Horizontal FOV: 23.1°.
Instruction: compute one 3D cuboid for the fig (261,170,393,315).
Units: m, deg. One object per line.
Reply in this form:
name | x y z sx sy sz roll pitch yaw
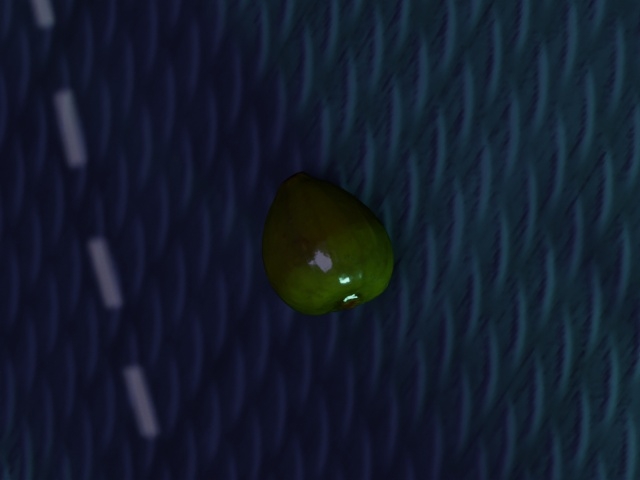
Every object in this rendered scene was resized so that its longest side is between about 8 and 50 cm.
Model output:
fig | 0.000 0.000 0.903 0.074 0.074 0.088 -33 69 16
